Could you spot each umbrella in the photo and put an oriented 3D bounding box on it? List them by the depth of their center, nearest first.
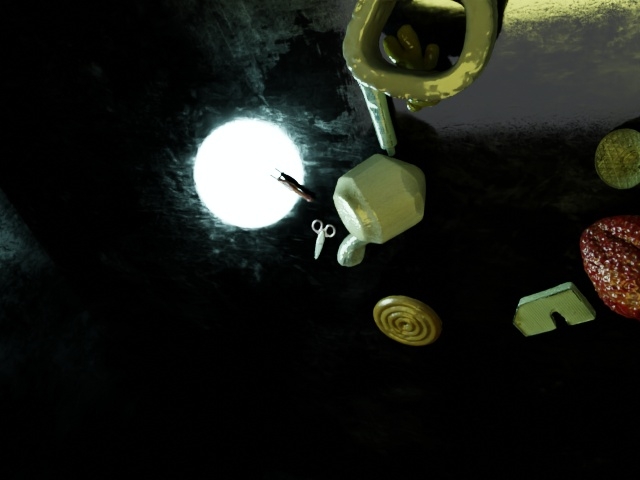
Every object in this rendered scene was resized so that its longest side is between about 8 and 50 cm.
[{"bbox_3d":[-0.095,-0.175,1.918,0.165,0.025,0.027,33,119,-7],"label":"umbrella"}]

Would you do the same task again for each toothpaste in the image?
[{"bbox_3d":[0.162,-0.350,1.594,0.069,0.047,0.269,12,135,42],"label":"toothpaste"}]

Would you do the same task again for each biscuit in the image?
[{"bbox_3d":[0.720,0.222,1.831,0.147,0.046,0.250,44,135,-16],"label":"biscuit"},{"bbox_3d":[0.318,0.303,2.138,0.261,0.037,0.262,16,135,16],"label":"biscuit"}]

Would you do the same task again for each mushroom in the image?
[{"bbox_3d":[0.133,0.004,1.925,0.092,0.081,0.223,47,136,8],"label":"mushroom"}]

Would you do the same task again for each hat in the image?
[{"bbox_3d":[0.751,-0.200,1.408,0.146,0.067,0.146,24,118,55],"label":"hat"}]

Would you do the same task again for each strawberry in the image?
[{"bbox_3d":[0.814,0.065,1.516,0.288,0.250,0.238,35,177,26],"label":"strawberry"}]

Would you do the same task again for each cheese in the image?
[{"bbox_3d":[0.224,-0.472,1.312,0.331,0.153,0.293,7,112,19],"label":"cheese"}]

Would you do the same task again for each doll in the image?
[{"bbox_3d":[0.239,-0.433,1.459,0.137,0.097,0.210,-27,100,9],"label":"doll"}]

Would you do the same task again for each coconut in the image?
[{"bbox_3d":[0.181,-0.128,1.664,0.238,0.265,0.237,58,167,21],"label":"coconut"}]

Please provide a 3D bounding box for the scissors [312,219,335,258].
[{"bbox_3d":[0.000,0.000,2.034,0.085,0.022,0.176,21,134,5],"label":"scissors"}]
